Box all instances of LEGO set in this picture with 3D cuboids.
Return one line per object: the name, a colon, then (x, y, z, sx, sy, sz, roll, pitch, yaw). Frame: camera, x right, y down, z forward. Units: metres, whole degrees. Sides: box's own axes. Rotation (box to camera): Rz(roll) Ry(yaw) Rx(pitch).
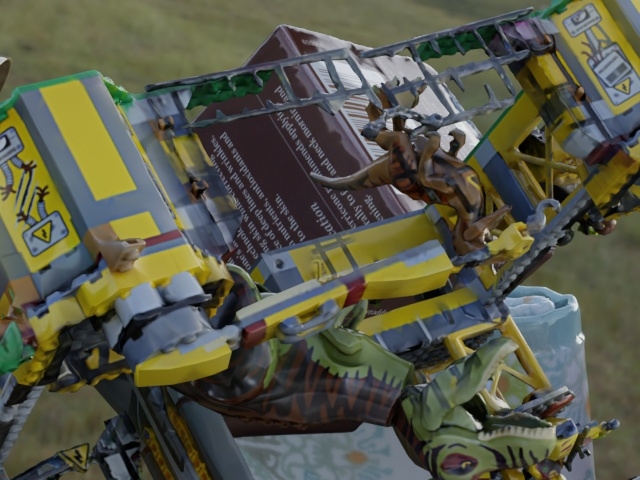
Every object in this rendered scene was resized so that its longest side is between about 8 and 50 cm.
LEGO set: (0.023, 0.063, 0.550, 0.331, 0.255, 0.192, -12, 65, -41)

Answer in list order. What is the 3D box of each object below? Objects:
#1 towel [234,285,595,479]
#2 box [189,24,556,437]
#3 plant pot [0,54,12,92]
towel: (0.051, 0.189, 1.388, 0.374, 0.320, 0.090, 2, 21, 30)
box: (0.000, 0.000, 1.062, 0.167, 0.203, 0.168, 5, 47, -53)
plant pot: (-0.257, -0.016, 0.977, 0.032, 0.236, 0.236, 33, 5, -6)
